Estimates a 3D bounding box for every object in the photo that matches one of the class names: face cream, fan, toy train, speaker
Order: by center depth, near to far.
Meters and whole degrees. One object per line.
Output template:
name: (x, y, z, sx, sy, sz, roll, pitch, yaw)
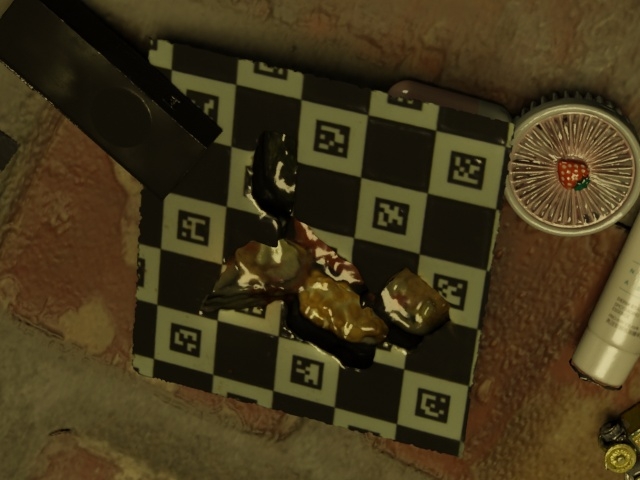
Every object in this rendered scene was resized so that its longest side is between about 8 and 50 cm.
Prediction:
speaker: (-0.197, -0.138, 1.750, 0.218, 0.044, 0.082, 42, 122, -3)
fan: (0.172, -0.086, 1.757, 0.244, 0.074, 0.130, 15, 116, -1)
face cream: (0.312, 0.026, 1.812, 0.092, 0.058, 0.243, 24, 108, -5)
toy train: (0.352, 0.243, 1.907, 0.081, 0.060, 0.202, -38, 107, 12)

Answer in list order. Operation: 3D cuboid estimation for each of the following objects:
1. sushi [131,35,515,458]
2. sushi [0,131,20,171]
sushi: (0.000, 0.000, 1.807, 0.343, 0.064, 0.359, 14, 120, 14)
sushi: (-0.415, -0.057, 1.834, 0.193, 0.040, 0.210, 35, 113, -12)
